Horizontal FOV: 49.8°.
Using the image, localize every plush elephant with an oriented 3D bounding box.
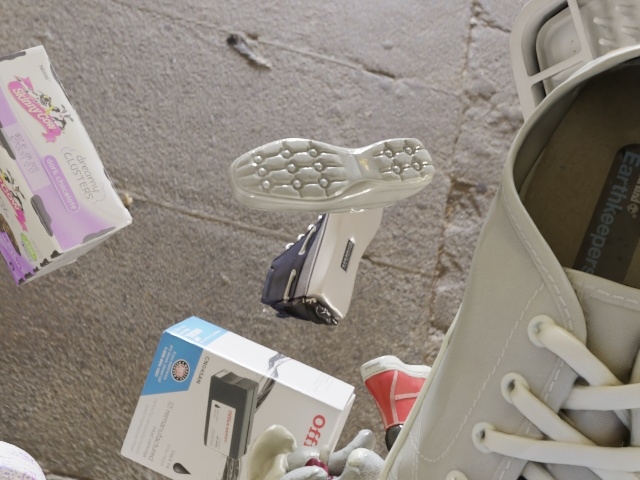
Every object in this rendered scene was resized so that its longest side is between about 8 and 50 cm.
[{"bbox_3d":[0.016,0.422,1.128,0.272,0.330,0.255,49,18,-23],"label":"plush elephant"}]

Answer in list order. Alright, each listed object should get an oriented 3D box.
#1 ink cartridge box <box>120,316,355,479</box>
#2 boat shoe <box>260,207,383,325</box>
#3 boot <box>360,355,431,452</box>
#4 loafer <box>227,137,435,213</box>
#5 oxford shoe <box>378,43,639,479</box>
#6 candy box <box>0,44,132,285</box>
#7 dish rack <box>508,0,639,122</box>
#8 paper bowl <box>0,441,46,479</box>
[{"bbox_3d":[-0.164,0.370,1.416,0.395,0.166,0.285,22,97,9],"label":"ink cartridge box"},{"bbox_3d":[0.000,0.000,1.295,0.158,0.127,0.340,-5,49,37],"label":"boat shoe"},{"bbox_3d":[0.161,0.304,1.181,0.088,0.244,0.176,-29,61,21],"label":"boot"},{"bbox_3d":[0.016,-0.081,0.981,0.319,0.111,0.112,-5,66,-28],"label":"loafer"},{"bbox_3d":[0.122,0.096,0.344,0.169,0.130,0.449,16,85,14],"label":"oxford shoe"},{"bbox_3d":[-0.266,-0.057,0.630,0.070,0.196,0.165,-29,95,-34],"label":"candy box"},{"bbox_3d":[0.349,-0.158,0.646,0.072,0.333,0.285,0,75,-36],"label":"dish rack"},{"bbox_3d":[-0.623,0.481,1.201,0.284,0.284,0.148,-33,32,-21],"label":"paper bowl"}]
